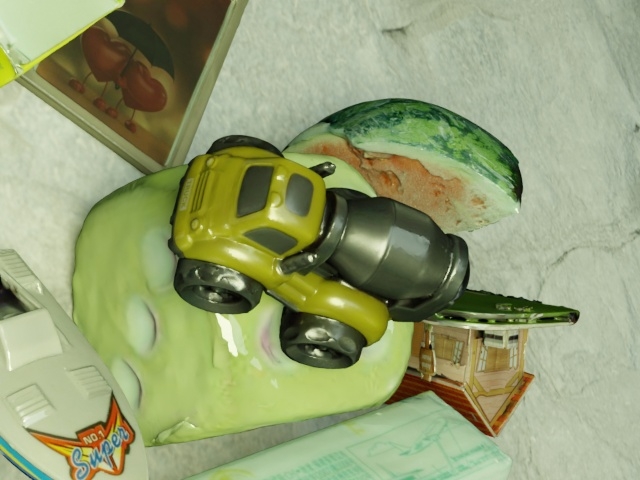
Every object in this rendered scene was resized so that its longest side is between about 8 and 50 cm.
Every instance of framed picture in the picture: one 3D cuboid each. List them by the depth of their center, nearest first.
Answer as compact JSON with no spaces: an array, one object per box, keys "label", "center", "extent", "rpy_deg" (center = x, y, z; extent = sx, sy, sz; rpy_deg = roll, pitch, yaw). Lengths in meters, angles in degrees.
[{"label":"framed picture","center":[-0.199,-0.227,1.283],"extent":[0.211,0.020,0.290],"rpy_deg":[38,52,-30]}]

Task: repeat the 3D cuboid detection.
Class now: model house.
[{"label":"model house","center":[0.115,0.131,1.311],"extent":[0.207,0.293,0.154],"rpy_deg":[-1,97,-44]}]

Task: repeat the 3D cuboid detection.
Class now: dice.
[{"label":"dice","center":[-0.081,0.060,1.135],"extent":[0.254,0.252,0.250],"rpy_deg":[-3,79,-42]}]

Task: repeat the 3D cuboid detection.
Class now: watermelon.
[{"label":"watermelon","center":[0.090,-0.071,1.305],"extent":[0.224,0.305,0.180],"rpy_deg":[-5,83,-44]}]

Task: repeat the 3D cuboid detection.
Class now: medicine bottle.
[{"label":"medicine bottle","center":[-0.309,-0.197,1.004],"extent":[0.137,0.250,0.141],"rpy_deg":[56,49,-17]}]

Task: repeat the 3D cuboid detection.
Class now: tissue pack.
[{"label":"tissue pack","center":[-0.014,0.330,1.098],"extent":[0.388,0.162,0.287],"rpy_deg":[-10,124,-45]}]

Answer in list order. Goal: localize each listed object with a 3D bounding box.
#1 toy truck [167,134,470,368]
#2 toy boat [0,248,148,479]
[{"label":"toy truck","center":[0.000,0.000,0.939],"extent":[0.224,0.165,0.147],"rpy_deg":[29,60,-31]},{"label":"toy boat","center":[-0.236,0.121,0.976],"extent":[0.129,0.088,0.295],"rpy_deg":[-17,54,-45]}]
